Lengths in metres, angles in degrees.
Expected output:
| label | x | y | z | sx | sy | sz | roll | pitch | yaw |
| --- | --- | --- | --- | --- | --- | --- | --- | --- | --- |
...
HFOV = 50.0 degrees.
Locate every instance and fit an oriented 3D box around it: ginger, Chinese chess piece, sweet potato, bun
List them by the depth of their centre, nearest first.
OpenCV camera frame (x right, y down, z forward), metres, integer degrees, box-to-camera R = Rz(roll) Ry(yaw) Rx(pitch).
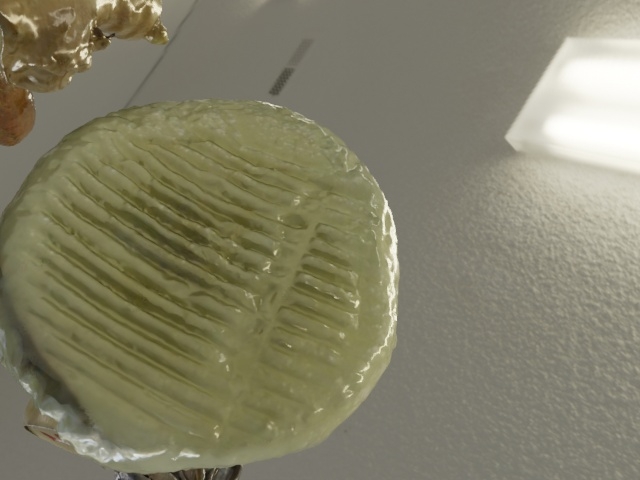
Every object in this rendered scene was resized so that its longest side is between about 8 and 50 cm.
| label | x | y | z | sx | sy | sz | roll | pitch | yaw |
| --- | --- | --- | --- | --- | --- | --- | --- | --- | --- |
| bun | -0.067 | 0.023 | 0.387 | 0.134 | 0.220 | 0.221 | 105 | -1 | -62 |
| ginger | -0.190 | -0.190 | 0.502 | 0.074 | 0.138 | 0.213 | -16 | -159 | 29 |
| sweet potato | -0.508 | -0.256 | 1.081 | 0.292 | 0.097 | 0.097 | 105 | -11 | -50 |
| Chinese chess piece | -0.523 | 0.405 | 1.512 | 0.249 | 0.249 | 0.103 | -13 | -132 | 43 |

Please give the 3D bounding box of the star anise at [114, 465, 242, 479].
| label | x | y | z | sx | sy | sz | roll | pitch | yaw |
| --- | --- | --- | --- | --- | --- | --- | --- | --- | --- |
| star anise | -0.166 | 0.363 | 0.885 | 0.109 | 0.235 | 0.223 | -57 | -158 | 28 |
